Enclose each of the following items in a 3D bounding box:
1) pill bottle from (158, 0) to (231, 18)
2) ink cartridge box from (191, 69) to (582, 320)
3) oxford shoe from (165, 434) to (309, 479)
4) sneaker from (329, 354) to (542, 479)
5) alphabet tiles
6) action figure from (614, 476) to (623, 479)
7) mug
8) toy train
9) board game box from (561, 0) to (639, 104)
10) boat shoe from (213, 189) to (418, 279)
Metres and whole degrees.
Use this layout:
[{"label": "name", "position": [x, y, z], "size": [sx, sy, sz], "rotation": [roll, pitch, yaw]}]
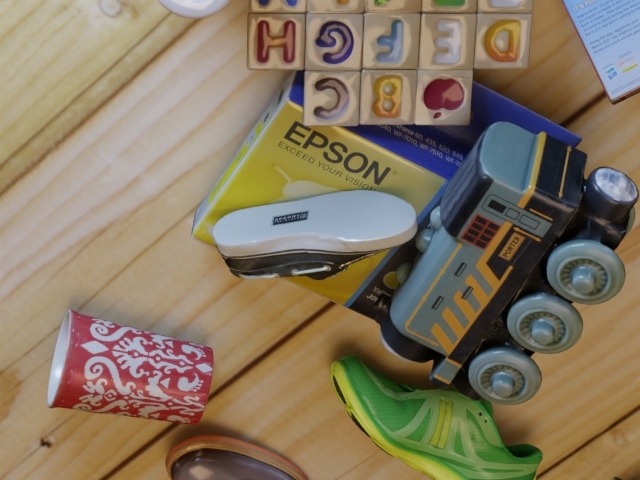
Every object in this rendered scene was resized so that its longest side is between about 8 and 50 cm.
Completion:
[{"label": "pill bottle", "position": [-0.119, -0.280, 1.646], "size": [0.086, 0.152, 0.086], "rotation": [-1, 122, -1]}, {"label": "ink cartridge box", "position": [0.066, -0.054, 1.813], "size": [0.303, 0.072, 0.307], "rotation": [25, 131, -15]}, {"label": "oxford shoe", "position": [-0.047, 0.371, 2.065], "size": [0.130, 0.133, 0.363], "rotation": [-37, 115, 20]}, {"label": "sneaker", "position": [0.133, 0.209, 2.002], "size": [0.295, 0.109, 0.123], "rotation": [35, 92, -19]}, {"label": "alphabet tiles", "position": [0.072, -0.278, 1.677], "size": [0.285, 0.011, 0.343], "rotation": [-1, 108, -9]}, {"label": "action figure", "position": [0.459, 0.379, 2.106], "size": [0.063, 0.137, 0.232], "rotation": [-40, 124, 7]}, {"label": "mug", "position": [-0.218, 0.149, 1.958], "size": [0.169, 0.150, 0.113], "rotation": [12, 85, -13]}, {"label": "toy train", "position": [0.186, 0.030, 1.754], "size": [0.190, 0.142, 0.334], "rotation": [27, 132, -5]}, {"label": "board game box", "position": [0.384, -0.261, 1.696], "size": [0.281, 0.027, 0.145], "rotation": [-26, 81, 15]}, {"label": "boat shoe", "position": [0.000, 0.000, 1.779], "size": [0.219, 0.078, 0.070], "rotation": [-4, 132, 21]}]
